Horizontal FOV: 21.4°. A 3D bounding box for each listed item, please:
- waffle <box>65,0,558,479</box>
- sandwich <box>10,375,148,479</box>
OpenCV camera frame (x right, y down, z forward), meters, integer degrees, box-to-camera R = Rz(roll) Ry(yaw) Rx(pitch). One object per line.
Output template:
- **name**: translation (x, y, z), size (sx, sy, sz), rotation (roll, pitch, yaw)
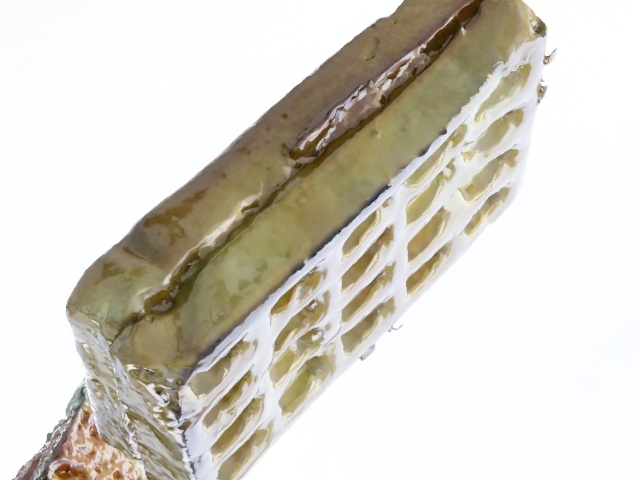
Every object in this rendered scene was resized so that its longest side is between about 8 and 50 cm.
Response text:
- **waffle**: translation (0.000, 0.000, 1.020), size (0.098, 0.224, 0.328), rotation (39, -111, 18)
- **sandwich**: translation (-0.173, 0.256, 1.376), size (0.109, 0.292, 0.212), rotation (-28, -169, 48)
